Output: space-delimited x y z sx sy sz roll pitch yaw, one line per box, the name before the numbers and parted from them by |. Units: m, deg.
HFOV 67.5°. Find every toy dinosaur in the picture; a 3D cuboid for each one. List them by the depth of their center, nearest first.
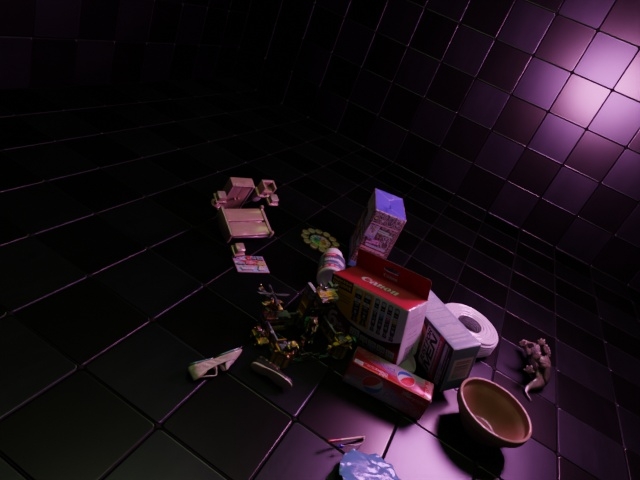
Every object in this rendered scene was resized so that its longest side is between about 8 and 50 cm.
toy dinosaur | 0.834 0.478 1.824 0.160 0.120 0.314 48 34 -25

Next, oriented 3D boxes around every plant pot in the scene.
plant pot | 0.515 0.551 1.479 0.237 0.110 0.237 19 28 -10

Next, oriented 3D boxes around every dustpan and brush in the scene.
dustpan and brush | 0.247 0.353 1.668 0.147 0.060 0.211 12 30 -20

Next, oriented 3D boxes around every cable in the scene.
cable | 0.569 0.348 1.885 0.256 0.089 0.257 13 30 -18

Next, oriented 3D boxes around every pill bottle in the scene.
pill bottle | 0.043 0.108 1.888 0.107 0.108 0.180 20 28 -7

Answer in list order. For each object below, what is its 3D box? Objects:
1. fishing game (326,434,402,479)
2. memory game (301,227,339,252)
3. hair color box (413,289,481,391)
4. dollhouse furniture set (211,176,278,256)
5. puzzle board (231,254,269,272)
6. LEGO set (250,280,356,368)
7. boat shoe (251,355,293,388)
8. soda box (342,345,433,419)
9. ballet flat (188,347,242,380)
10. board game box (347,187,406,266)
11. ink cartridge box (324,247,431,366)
fishing game | 0.127 0.599 1.187 0.189 0.041 0.264 10 25 -38
memory game | 0.000 0.000 2.138 0.186 0.012 0.186 18 28 -10
hair color box | 0.373 0.311 1.654 0.113 0.186 0.374 -4 32 -22
dollhouse furniture set | -0.296 -0.065 1.978 0.303 0.174 0.356 -3 59 -38
puzzle board | -0.262 0.087 1.797 0.128 0.011 0.096 4 34 -31
LEGO set | -0.037 0.245 1.503 0.330 0.192 0.255 6 33 -29
boat shoe | -0.133 0.374 1.364 0.132 0.049 0.042 26 36 15
soda box | 0.206 0.435 1.465 0.263 0.092 0.083 26 28 6
ballet flat | -0.285 0.343 1.317 0.168 0.057 0.053 -11 71 -41
board game box | 0.242 -0.041 2.091 0.140 0.291 0.232 21 29 -6
ink cartridge box | 0.182 0.208 1.574 0.309 0.272 0.130 24 25 37
